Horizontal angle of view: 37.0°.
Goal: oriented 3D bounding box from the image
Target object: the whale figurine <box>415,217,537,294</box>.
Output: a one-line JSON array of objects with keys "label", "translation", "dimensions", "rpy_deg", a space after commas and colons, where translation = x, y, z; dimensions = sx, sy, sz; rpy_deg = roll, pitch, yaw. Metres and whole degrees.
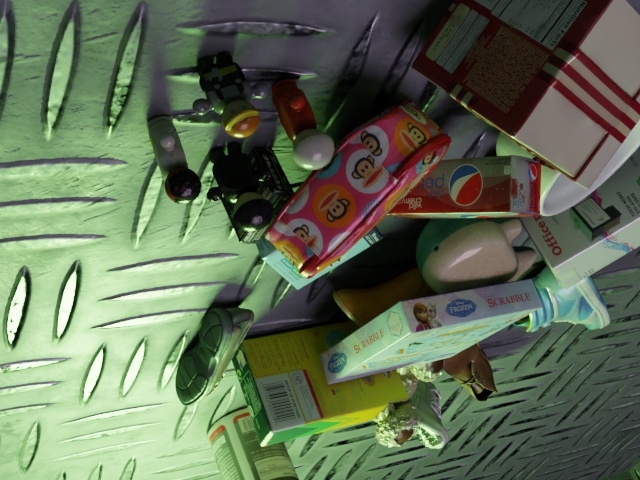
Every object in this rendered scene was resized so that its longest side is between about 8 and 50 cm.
[{"label": "whale figurine", "translation": [0.295, 0.019, 1.828], "dimensions": [0.272, 0.141, 0.216], "rpy_deg": [9, 130, -44]}]

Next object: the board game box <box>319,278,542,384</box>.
[{"label": "board game box", "translation": [0.208, 0.177, 1.852], "dimensions": [0.318, 0.066, 0.318], "rpy_deg": [-7, 160, -33]}]

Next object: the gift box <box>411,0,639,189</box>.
[{"label": "gift box", "translation": [0.315, -0.258, 1.339], "dimensions": [0.258, 0.276, 0.255], "rpy_deg": [22, 112, -47]}]

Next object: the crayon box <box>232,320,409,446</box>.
[{"label": "crayon box", "translation": [0.000, 0.281, 1.943], "dimensions": [0.318, 0.202, 0.081], "rpy_deg": [-7, 150, -28]}]

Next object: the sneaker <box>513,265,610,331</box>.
[{"label": "sneaker", "translation": [0.550, 0.156, 2.244], "dimensions": [0.208, 0.127, 0.319], "rpy_deg": [-33, 139, 8]}]

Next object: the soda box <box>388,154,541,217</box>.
[{"label": "soda box", "translation": [0.222, -0.082, 1.536], "dimensions": [0.083, 0.092, 0.263], "rpy_deg": [4, 178, -44]}]

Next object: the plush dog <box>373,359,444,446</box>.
[{"label": "plush dog", "translation": [0.115, 0.300, 2.128], "dimensions": [0.225, 0.210, 0.262], "rpy_deg": [16, 102, -31]}]

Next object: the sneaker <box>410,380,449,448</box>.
[{"label": "sneaker", "translation": [0.239, 0.391, 2.265], "dimensions": [0.118, 0.292, 0.110], "rpy_deg": [-33, 112, -7]}]

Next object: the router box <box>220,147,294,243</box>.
[{"label": "router box", "translation": [-0.098, -0.068, 1.460], "dimensions": [0.038, 0.092, 0.122], "rpy_deg": [2, 139, -38]}]

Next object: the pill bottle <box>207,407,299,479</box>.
[{"label": "pill bottle", "translation": [-0.136, 0.532, 2.144], "dimensions": [0.161, 0.283, 0.161], "rpy_deg": [-18, 148, -12]}]

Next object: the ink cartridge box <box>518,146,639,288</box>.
[{"label": "ink cartridge box", "translation": [0.517, -0.072, 1.798], "dimensions": [0.278, 0.201, 0.117], "rpy_deg": [-32, 148, 12]}]

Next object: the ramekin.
[{"label": "ramekin", "translation": [0.420, -0.183, 1.570], "dimensions": [0.277, 0.135, 0.277], "rpy_deg": [-34, 157, -17]}]

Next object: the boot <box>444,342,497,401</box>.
[{"label": "boot", "translation": [0.365, 0.316, 2.355], "dimensions": [0.112, 0.115, 0.305], "rpy_deg": [-33, 147, 15]}]

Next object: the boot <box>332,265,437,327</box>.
[{"label": "boot", "translation": [0.170, 0.087, 1.900], "dimensions": [0.211, 0.104, 0.295], "rpy_deg": [-45, 147, 16]}]

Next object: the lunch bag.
[{"label": "lunch bag", "translation": [0.063, -0.085, 1.472], "dimensions": [0.293, 0.120, 0.258], "rpy_deg": [-45, 177, 20]}]

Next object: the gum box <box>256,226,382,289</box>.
[{"label": "gum box", "translation": [0.000, 0.000, 1.682], "dimensions": [0.184, 0.041, 0.157], "rpy_deg": [-31, 149, 9]}]

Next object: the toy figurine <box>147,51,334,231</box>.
[{"label": "toy figurine", "translation": [-0.113, -0.127, 1.305], "dimensions": [0.213, 0.148, 0.209], "rpy_deg": [-41, 146, 24]}]

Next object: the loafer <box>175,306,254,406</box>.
[{"label": "loafer", "translation": [-0.200, 0.225, 1.829], "dimensions": [0.084, 0.096, 0.267], "rpy_deg": [-8, 143, -37]}]

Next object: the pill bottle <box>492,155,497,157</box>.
[{"label": "pill bottle", "translation": [0.375, -0.123, 1.729], "dimensions": [0.152, 0.086, 0.086], "rpy_deg": [-15, 147, -17]}]
